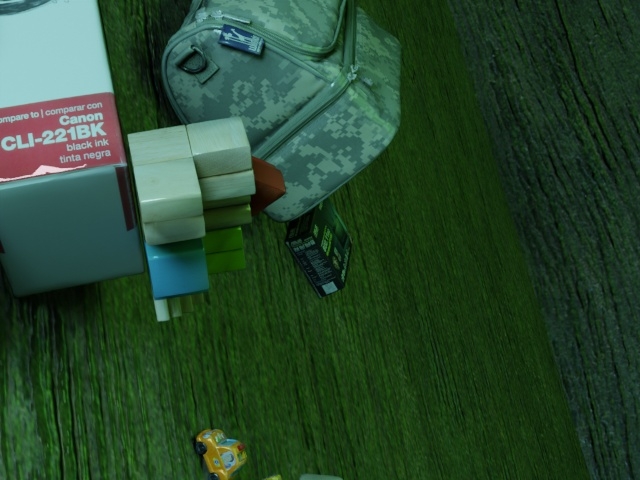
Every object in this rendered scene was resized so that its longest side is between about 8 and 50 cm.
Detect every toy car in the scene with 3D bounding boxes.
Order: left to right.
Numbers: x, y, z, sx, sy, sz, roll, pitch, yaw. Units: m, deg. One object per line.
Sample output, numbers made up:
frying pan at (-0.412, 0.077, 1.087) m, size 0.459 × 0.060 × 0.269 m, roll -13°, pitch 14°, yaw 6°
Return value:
toy car at (-0.074, 0.210, 1.414) m, size 0.122 × 0.040 × 0.060 m, roll 24°, pitch 47°, yaw -63°

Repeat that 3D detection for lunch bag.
lunch bag at (-0.055, -0.205, 1.702) m, size 0.256 × 0.212 × 0.305 m, roll 42°, pitch 27°, yaw -19°

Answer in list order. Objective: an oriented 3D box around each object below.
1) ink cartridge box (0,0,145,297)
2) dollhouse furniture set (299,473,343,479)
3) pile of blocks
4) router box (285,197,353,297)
ink cartridge box at (-0.221, -0.122, 1.163) m, size 0.197 × 0.114 × 0.273 m, roll 95°, pitch -18°, yaw -65°
dollhouse furniture set at (-0.031, 0.361, 1.328) m, size 0.301 × 0.151 × 0.197 m, roll -109°, pitch -168°, yaw -74°
pile of blocks at (-0.086, -0.015, 1.152) m, size 0.362 × 0.113 × 0.149 m, roll -170°, pitch -109°, yaw -83°
router box at (0.000, 0.000, 1.852) m, size 0.092 × 0.038 × 0.122 m, roll 58°, pitch 21°, yaw -25°
